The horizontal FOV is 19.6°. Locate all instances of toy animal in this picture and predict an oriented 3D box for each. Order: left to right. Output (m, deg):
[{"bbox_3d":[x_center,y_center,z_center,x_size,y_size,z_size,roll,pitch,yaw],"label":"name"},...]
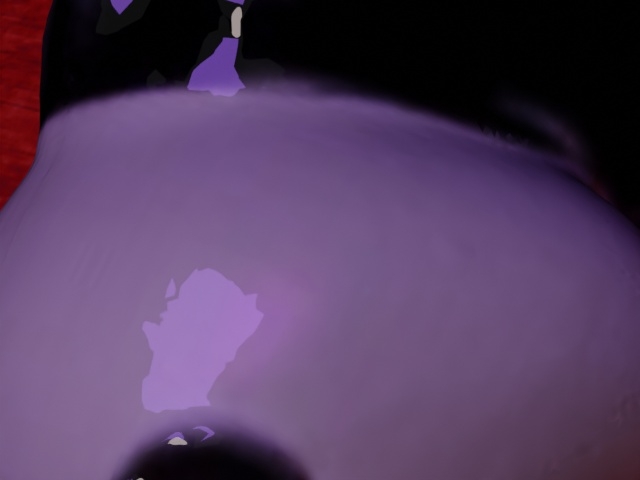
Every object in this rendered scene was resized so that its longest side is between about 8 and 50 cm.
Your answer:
[{"bbox_3d":[0.000,0.000,0.583,0.251,0.251,0.310,0,52,38],"label":"toy animal"}]
